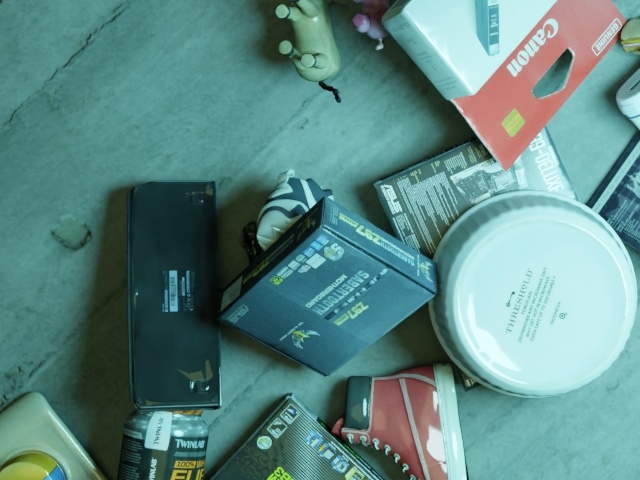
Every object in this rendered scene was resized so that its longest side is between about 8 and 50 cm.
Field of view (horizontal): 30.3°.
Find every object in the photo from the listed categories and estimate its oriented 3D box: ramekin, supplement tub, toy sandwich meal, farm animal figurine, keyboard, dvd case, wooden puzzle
[{"bbox_3d":[0.270,0.072,1.478,0.272,0.127,0.273,0,94,3],"label":"ramekin"},{"bbox_3d":[-0.215,0.306,1.603,0.117,0.117,0.190,7,87,4],"label":"supplement tub"},{"bbox_3d":[0.438,-0.277,1.555,0.085,0.085,0.029,-38,118,5],"label":"toy sandwich meal"},{"bbox_3d":[0.027,-0.397,1.545,0.330,0.172,0.327,-46,76,12],"label":"farm animal figurine"},{"bbox_3d":[-0.159,0.071,1.596,0.201,0.033,0.317,0,76,-8],"label":"keyboard"},{"bbox_3d":[0.464,-0.050,1.520,0.221,0.018,0.165,38,96,44],"label":"dvd case"},{"bbox_3d":[-0.423,0.438,1.648,0.322,0.080,0.348,-37,89,5],"label":"wooden puzzle"}]

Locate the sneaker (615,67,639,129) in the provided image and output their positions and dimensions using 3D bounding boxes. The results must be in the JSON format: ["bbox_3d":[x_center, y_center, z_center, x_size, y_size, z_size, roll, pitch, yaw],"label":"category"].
[{"bbox_3d":[0.501,-0.234,1.547,0.258,0.094,0.091,-41,111,-1],"label":"sneaker"}]

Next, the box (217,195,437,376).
[{"bbox_3d":[0.007,0.066,1.507,0.183,0.059,0.232,30,131,-24],"label":"box"}]

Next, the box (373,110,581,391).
[{"bbox_3d":[0.240,0.013,1.580,0.242,0.076,0.308,-25,91,5],"label":"box"}]

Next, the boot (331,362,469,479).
[{"bbox_3d":[0.109,0.298,1.600,0.176,0.088,0.244,-9,84,5],"label":"boot"}]

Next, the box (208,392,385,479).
[{"bbox_3d":[-0.036,0.340,1.631,0.190,0.045,0.184,43,93,2],"label":"box"}]

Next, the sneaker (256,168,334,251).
[{"bbox_3d":[0.000,0.000,1.594,0.094,0.153,0.235,-25,127,29],"label":"sneaker"}]

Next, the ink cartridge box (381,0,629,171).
[{"bbox_3d":[0.256,-0.279,1.480,0.261,0.066,0.296,47,71,-18],"label":"ink cartridge box"}]
